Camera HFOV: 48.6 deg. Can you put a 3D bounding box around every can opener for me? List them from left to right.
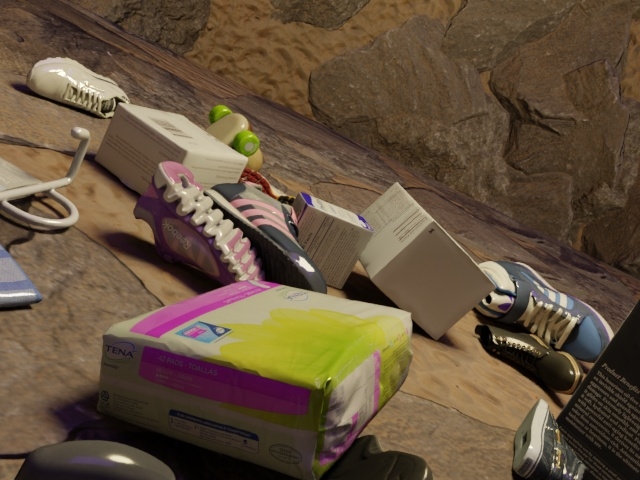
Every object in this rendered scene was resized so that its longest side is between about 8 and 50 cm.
[{"bbox_3d":[-0.075,0.217,0.496,0.284,0.095,0.076,22,18,-19],"label":"can opener"}]

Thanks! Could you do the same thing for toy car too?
[{"bbox_3d":[-0.186,-0.173,1.555,0.155,0.149,0.188,48,-4,42],"label":"toy car"}]

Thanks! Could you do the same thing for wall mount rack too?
[{"bbox_3d":[-0.469,-0.142,0.898,0.350,0.130,0.304,29,16,7],"label":"wall mount rack"}]

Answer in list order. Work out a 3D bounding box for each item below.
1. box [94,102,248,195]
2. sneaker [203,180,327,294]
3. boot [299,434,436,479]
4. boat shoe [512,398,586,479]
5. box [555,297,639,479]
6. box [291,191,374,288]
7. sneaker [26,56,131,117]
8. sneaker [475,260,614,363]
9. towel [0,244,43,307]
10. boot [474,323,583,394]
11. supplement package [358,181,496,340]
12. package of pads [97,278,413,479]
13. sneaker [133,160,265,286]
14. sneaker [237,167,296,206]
[{"bbox_3d":[-0.264,-0.144,1.268,0.181,0.119,0.182,35,16,23],"label":"box"},{"bbox_3d":[-0.068,-0.008,1.117,0.131,0.112,0.319,-21,46,-32],"label":"sneaker"},{"bbox_3d":[0.071,0.267,0.608,0.178,0.085,0.236,58,-18,1],"label":"boot"},{"bbox_3d":[0.321,0.293,0.993,0.083,0.065,0.183,33,23,10],"label":"boat shoe"},{"bbox_3d":[0.548,0.245,1.086,0.296,0.294,0.183,14,22,-44],"label":"box"},{"bbox_3d":[0.000,0.000,1.245,0.137,0.126,0.072,22,18,-23],"label":"box"},{"bbox_3d":[-0.494,-0.310,1.480,0.095,0.090,0.235,48,25,27],"label":"sneaker"},{"bbox_3d":[0.454,0.162,1.538,0.236,0.130,0.323,-3,38,-44],"label":"sneaker"},{"bbox_3d":[-0.439,0.002,0.678,0.209,0.034,0.285,38,18,29],"label":"towel"},{"bbox_3d":[0.381,0.219,1.321,0.137,0.076,0.198,19,5,-16],"label":"boot"},{"bbox_3d":[0.175,0.034,1.299,0.194,0.149,0.203,43,8,-25],"label":"supplement package"},{"bbox_3d":[-0.041,0.121,0.729,0.229,0.101,0.296,10,11,20],"label":"package of pads"},{"bbox_3d":[-0.177,0.004,1.015,0.236,0.105,0.095,51,15,-2],"label":"sneaker"},{"bbox_3d":[-0.101,-0.064,1.394,0.225,0.088,0.093,34,-4,18],"label":"sneaker"}]
